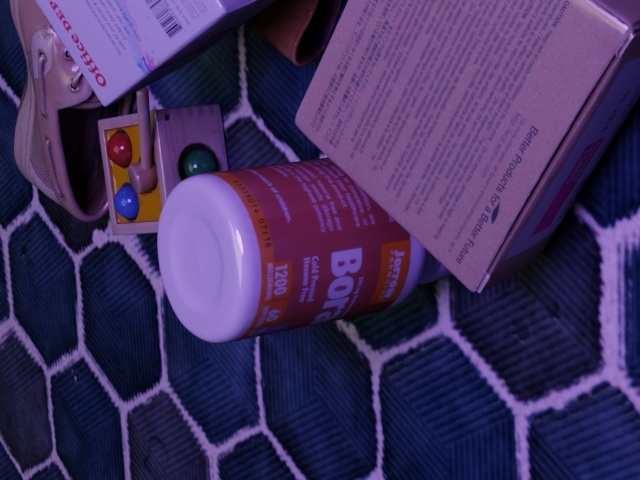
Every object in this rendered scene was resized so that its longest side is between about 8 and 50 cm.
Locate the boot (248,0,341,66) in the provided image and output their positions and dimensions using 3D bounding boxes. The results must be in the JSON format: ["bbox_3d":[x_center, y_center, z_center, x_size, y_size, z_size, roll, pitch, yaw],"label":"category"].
[{"bbox_3d":[-0.078,-0.314,1.309,0.280,0.096,0.264,39,127,42],"label":"boot"}]

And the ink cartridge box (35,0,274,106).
[{"bbox_3d":[-0.119,-0.211,1.248,0.176,0.127,0.128,-28,96,44],"label":"ink cartridge box"}]

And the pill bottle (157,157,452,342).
[{"bbox_3d":[0.000,0.000,1.165,0.121,0.216,0.121,18,112,52],"label":"pill bottle"}]

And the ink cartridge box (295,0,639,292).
[{"bbox_3d":[0.108,-0.116,1.068,0.193,0.088,0.235,44,131,20],"label":"ink cartridge box"}]

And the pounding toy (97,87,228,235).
[{"bbox_3d":[-0.148,-0.073,1.454,0.141,0.100,0.130,-2,96,55],"label":"pounding toy"}]

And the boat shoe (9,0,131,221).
[{"bbox_3d":[-0.222,-0.173,1.533,0.110,0.121,0.341,44,141,34],"label":"boat shoe"}]
